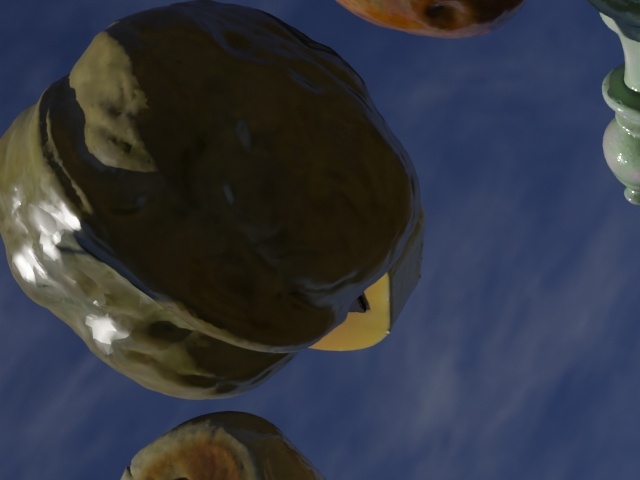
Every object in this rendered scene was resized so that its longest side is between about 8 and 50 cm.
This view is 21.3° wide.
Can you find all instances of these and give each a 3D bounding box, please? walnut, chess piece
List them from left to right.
[{"bbox_3d":[-0.085,-0.033,1.242,0.282,0.277,0.253,-49,5,1],"label":"walnut"},{"bbox_3d":[0.272,-0.136,1.391,0.139,0.139,0.271,-36,-40,-32],"label":"chess piece"}]

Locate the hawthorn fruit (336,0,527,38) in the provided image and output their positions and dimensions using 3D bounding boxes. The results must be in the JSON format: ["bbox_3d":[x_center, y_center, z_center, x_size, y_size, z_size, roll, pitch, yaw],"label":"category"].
[{"bbox_3d":[0.118,-0.311,1.660,0.277,0.298,0.277,-21,-41,-20],"label":"hawthorn fruit"}]

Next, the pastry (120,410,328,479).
[{"bbox_3d":[-0.061,0.182,1.041,0.156,0.156,0.092,-58,-39,-11],"label":"pastry"}]

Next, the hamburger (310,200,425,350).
[{"bbox_3d":[0.000,0.000,1.873,0.295,0.227,0.151,90,-173,-59],"label":"hamburger"}]
